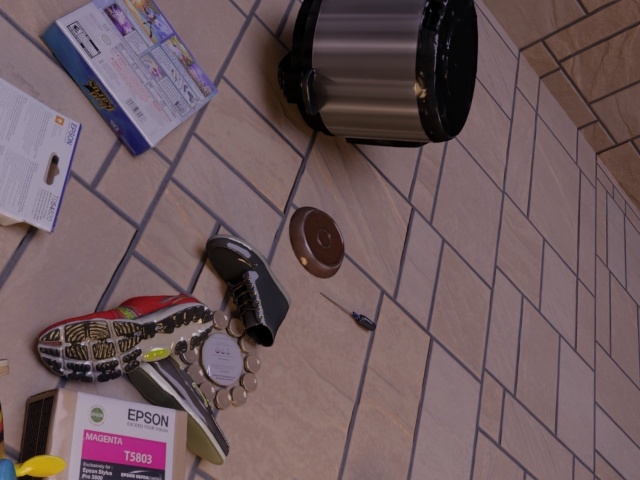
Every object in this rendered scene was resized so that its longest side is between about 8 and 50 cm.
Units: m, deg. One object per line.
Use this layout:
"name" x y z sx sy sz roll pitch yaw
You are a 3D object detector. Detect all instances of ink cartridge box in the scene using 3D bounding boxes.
"ink cartridge box" -0.494 -0.141 1.235 0.224 0.045 0.223 32 50 -38
"ink cartridge box" -0.313 0.332 1.175 0.235 0.088 0.193 22 57 -42

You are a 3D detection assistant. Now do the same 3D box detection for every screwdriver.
"screwdriver" 0.062 0.152 1.771 0.170 0.024 0.025 41 74 -27

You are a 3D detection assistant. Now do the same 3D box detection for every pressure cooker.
"pressure cooker" 0.121 -0.414 1.835 0.370 0.421 0.375 25 73 -65

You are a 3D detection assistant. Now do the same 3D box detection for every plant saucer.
"plant saucer" 0.000 0.000 1.768 0.168 0.029 0.168 25 54 -41

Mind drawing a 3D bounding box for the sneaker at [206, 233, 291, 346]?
"sneaker" -0.138 0.092 1.498 0.222 0.083 0.118 48 31 -25

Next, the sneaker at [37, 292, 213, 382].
"sneaker" -0.311 0.144 1.273 0.279 0.118 0.107 -7 112 -33

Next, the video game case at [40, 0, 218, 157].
"video game case" -0.344 -0.325 1.496 0.269 0.061 0.244 55 40 -16

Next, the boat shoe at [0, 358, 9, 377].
"boat shoe" -0.485 0.209 1.058 0.170 0.063 0.059 -24 94 -43

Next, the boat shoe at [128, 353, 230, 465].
"boat shoe" -0.218 0.270 1.323 0.227 0.081 0.068 53 43 -13

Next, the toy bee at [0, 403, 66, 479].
"toy bee" -0.433 0.325 0.997 0.195 0.162 0.298 14 70 -3

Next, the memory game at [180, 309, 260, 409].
"memory game" -0.179 0.215 1.456 0.186 0.012 0.186 26 52 -40
